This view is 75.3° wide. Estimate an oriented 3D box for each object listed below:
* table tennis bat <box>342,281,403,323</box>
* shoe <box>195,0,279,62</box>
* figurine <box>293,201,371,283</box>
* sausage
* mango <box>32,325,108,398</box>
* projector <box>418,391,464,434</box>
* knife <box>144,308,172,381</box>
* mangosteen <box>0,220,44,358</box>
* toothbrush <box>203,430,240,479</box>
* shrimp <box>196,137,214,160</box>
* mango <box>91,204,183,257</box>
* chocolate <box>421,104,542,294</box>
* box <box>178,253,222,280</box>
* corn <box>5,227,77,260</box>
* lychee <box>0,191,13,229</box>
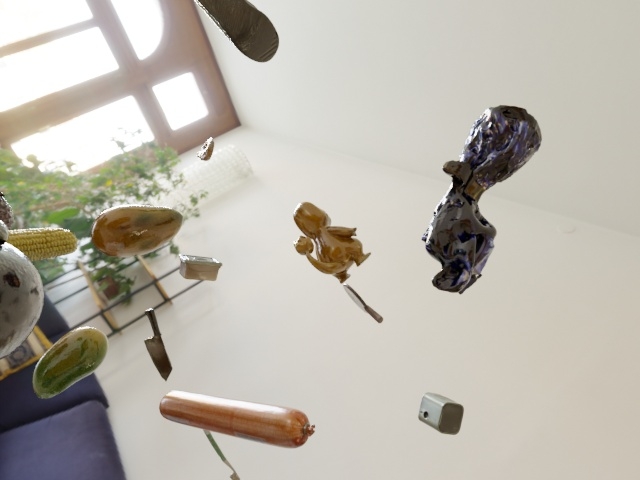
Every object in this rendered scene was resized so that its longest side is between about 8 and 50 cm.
[{"bbox_3d":[0.156,0.148,1.188,0.170,0.119,0.108,40,-14,46],"label":"table tennis bat"},{"bbox_3d":[-0.203,-0.526,0.952,0.275,0.103,0.098,40,6,-46],"label":"shoe"},{"bbox_3d":[-0.003,-0.001,0.779,0.176,0.122,0.121,55,-52,25],"label":"figurine"},{"bbox_3d":[-0.146,0.272,0.643,0.347,0.053,0.053,-9,-65,37],"label":"sausage"},{"bbox_3d":[-0.817,0.393,1.353,0.156,0.251,0.114,45,-20,4],"label":"mango"},{"bbox_3d":[0.329,0.472,1.134,0.083,0.083,0.082,19,-9,-25],"label":"projector"},{"bbox_3d":[-0.515,0.329,1.298,0.028,0.059,0.231,128,-59,-77],"label":"knife"},{"bbox_3d":[-0.632,0.090,0.699,0.288,0.288,0.288,44,-26,28],"label":"mangosteen"},{"bbox_3d":[-0.275,0.595,1.150,0.018,0.024,0.257,19,-46,48],"label":"toothbrush"},{"bbox_3d":[-0.283,-0.225,1.027,0.108,0.023,0.059,21,-85,58],"label":"shrimp"},{"bbox_3d":[-0.355,-0.018,0.807,0.111,0.163,0.090,-48,-123,38],"label":"mango"},{"bbox_3d":[0.251,-0.070,0.700,0.148,0.344,0.126,36,-18,-21],"label":"chocolate"},{"bbox_3d":[-0.377,0.086,1.287,0.089,0.122,0.062,19,-82,55],"label":"box"},{"bbox_3d":[-0.718,0.013,0.996,0.081,0.248,0.081,5,-81,34],"label":"corn"},{"bbox_3d":[-0.929,-0.070,1.100,0.188,0.188,0.188,44,-26,28],"label":"lychee"}]
